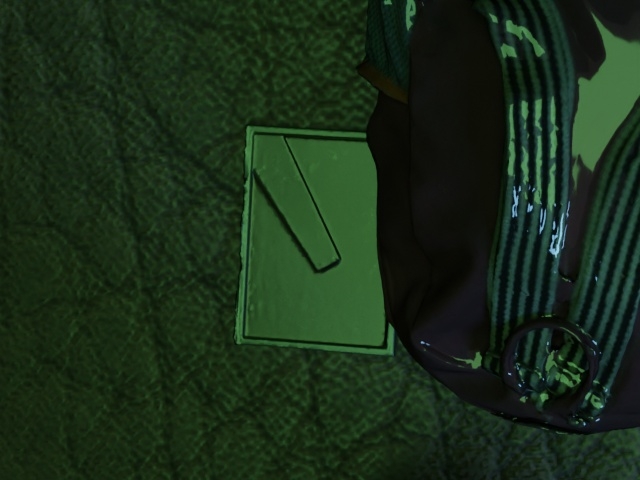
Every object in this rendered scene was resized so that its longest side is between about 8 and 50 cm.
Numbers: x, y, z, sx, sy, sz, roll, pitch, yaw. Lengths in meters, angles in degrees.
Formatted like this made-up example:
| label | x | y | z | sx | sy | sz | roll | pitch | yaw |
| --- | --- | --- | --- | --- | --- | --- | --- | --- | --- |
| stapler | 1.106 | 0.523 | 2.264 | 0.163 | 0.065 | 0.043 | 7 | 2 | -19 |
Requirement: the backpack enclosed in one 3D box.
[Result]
| label | x | y | z | sx | sy | sz | roll | pitch | yaw |
| --- | --- | --- | --- | --- | --- | --- | --- | --- | --- |
| backpack | 0.153 | -0.042 | 1.014 | 0.283 | 0.197 | 0.317 | 12 | 98 | 6 |

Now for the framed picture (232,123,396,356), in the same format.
| label | x | y | z | sx | sy | sz | roll | pitch | yaw |
| --- | --- | --- | --- | --- | --- | --- | --- | --- | --- |
| framed picture | 0.000 | 0.000 | 1.137 | 0.109 | 0.011 | 0.149 | 5 | 95 | 8 |
